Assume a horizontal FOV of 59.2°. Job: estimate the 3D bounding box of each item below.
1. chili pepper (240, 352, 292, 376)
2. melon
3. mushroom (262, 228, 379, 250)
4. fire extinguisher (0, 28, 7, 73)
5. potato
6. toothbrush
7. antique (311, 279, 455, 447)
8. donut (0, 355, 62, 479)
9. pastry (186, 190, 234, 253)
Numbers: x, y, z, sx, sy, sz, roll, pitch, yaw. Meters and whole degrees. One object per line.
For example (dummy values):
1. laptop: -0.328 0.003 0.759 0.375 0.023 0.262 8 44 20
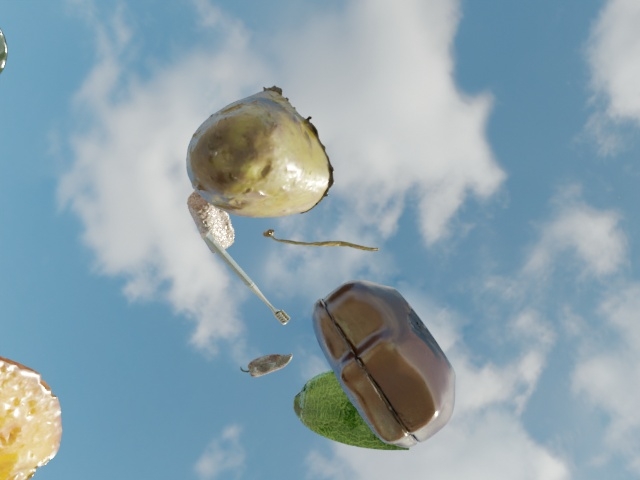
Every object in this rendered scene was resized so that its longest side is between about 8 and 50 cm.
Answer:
1. chili pepper: -0.152 0.355 1.613 0.153 0.041 0.050 -17 -78 -11
2. melon: 0.064 0.402 1.375 0.323 0.124 0.196 -6 -110 22
3. mushroom: -0.001 0.006 1.365 0.286 0.026 0.028 9 -89 5
4. fire extinguisher: -0.483 -0.285 0.687 0.311 0.114 0.095 36 -32 31
5. potato: -0.159 -0.158 1.113 0.301 0.237 0.289 49 -50 17
6. toothbrush: -0.204 0.104 1.538 0.342 0.025 0.030 48 -41 -10
7. antique: 0.084 0.155 0.743 0.129 0.278 0.224 -33 -92 -1
8. donut: -0.594 0.282 0.737 0.163 0.435 0.378 21 -51 30
9. pastry: -0.305 -0.068 1.575 0.103 0.112 0.265 36 -37 31
